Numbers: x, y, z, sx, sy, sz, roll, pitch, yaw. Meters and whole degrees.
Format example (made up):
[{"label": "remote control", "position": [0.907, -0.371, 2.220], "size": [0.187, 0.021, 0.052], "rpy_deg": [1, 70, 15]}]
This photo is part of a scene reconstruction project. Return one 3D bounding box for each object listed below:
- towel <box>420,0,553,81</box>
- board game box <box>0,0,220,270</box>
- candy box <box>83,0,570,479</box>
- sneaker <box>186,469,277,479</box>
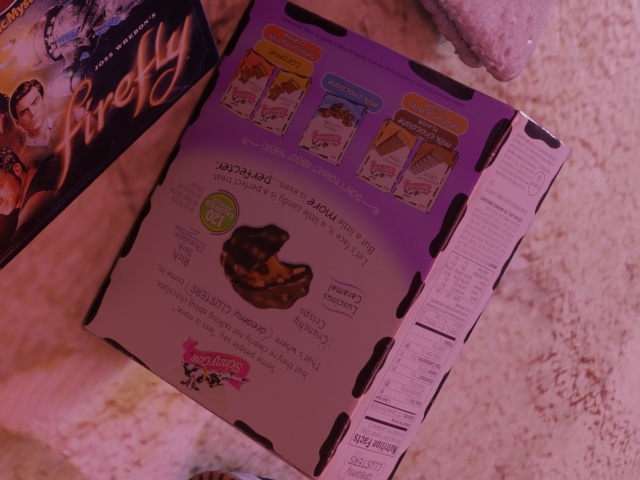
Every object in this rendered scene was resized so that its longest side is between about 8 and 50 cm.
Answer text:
[{"label": "towel", "position": [0.098, -0.203, 0.980], "size": [0.187, 0.049, 0.282], "rpy_deg": [-63, 156, -3]}, {"label": "board game box", "position": [-0.153, -0.060, 0.779], "size": [0.243, 0.042, 0.165], "rpy_deg": [-47, 146, -22]}, {"label": "candy box", "position": [0.000, 0.000, 0.929], "size": [0.070, 0.165, 0.196], "rpy_deg": [24, 95, -57]}, {"label": "sneaker", "position": [-0.058, 0.272, 1.131], "size": [0.153, 0.099, 0.282], "rpy_deg": [12, 102, -56]}]
